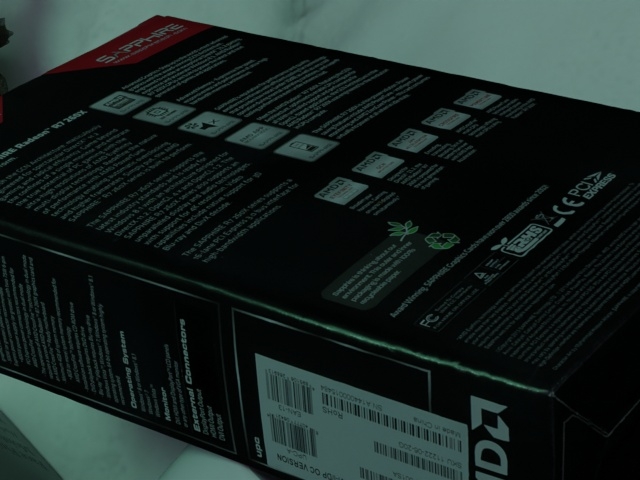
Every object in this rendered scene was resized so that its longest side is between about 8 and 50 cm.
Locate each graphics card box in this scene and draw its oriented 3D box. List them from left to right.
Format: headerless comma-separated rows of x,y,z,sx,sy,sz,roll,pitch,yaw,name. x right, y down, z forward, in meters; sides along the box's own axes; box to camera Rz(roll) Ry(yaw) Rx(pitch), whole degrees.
0.000,0.000,0.788,0.371,0.094,0.233,14,33,32,graphics card box

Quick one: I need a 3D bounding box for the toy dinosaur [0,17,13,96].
-0.242,-0.029,1.009,0.160,0.121,0.314,23,86,46,toy dinosaur

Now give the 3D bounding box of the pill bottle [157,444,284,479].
-0.082,0.231,0.760,0.161,0.161,0.283,38,89,35,pill bottle

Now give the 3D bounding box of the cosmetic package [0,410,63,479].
-0.209,0.164,0.864,0.183,0.151,0.151,39,89,34,cosmetic package
